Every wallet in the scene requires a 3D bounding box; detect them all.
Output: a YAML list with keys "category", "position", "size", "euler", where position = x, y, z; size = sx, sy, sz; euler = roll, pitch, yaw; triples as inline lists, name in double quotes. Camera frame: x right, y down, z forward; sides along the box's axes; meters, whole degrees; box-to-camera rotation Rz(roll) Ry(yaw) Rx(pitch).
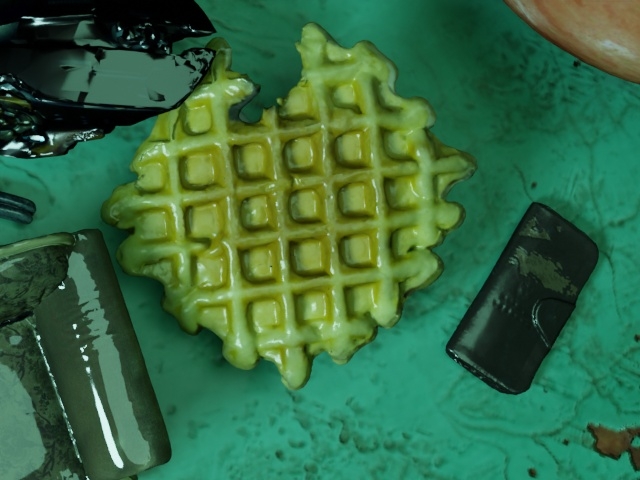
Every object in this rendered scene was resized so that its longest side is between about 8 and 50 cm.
- category: "wallet"
  position: [0.172, 0.050, 1.267]
  size: [0.082, 0.018, 0.156]
  euler: [36, 74, -9]

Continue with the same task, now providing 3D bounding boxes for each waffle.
- category: "waffle"
  position: [-0.019, -0.030, 1.151]
  size: [0.250, 0.056, 0.261]
  euler: [37, 86, -6]

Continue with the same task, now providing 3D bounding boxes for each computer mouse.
- category: "computer mouse"
  position: [-0.196, -0.138, 1.124]
  size: [0.242, 0.077, 0.146]
  euler: [-5, 76, 6]

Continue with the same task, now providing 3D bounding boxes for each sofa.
- category: "sofa"
  position: [-0.250, 0.119, 1.058]
  size: [0.258, 0.182, 0.200]
  euler: [-18, 88, -17]

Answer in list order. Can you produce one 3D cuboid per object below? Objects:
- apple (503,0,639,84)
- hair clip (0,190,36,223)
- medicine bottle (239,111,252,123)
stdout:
- category: "apple"
  position: [0.306, -0.287, 1.181]
  size: [0.364, 0.364, 0.364]
  euler: [2, 82, -15]
- category: "hair clip"
  position: [-0.350, -0.023, 1.121]
  size: [0.275, 0.048, 0.083]
  euler: [-8, 81, -17]
- category: "medicine bottle"
  position: [-0.080, -0.083, 1.197]
  size: [0.089, 0.052, 0.052]
  euler: [45, 74, -6]
